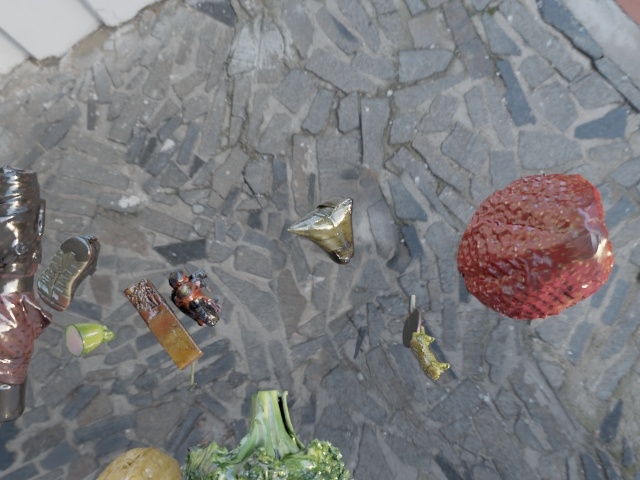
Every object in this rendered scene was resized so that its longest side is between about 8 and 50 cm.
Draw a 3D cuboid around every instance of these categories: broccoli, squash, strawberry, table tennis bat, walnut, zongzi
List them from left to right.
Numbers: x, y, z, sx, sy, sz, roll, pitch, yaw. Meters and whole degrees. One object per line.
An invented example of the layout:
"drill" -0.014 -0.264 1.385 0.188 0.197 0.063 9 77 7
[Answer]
"squash" -0.696 0.287 1.440 0.105 0.132 0.105 8 103 35
"walnut" -0.430 0.591 1.095 0.193 0.225 0.193 6 109 18
"broccoli" -0.125 0.520 1.055 0.375 0.302 0.249 9 107 -21
"zongzi" 0.000 0.000 1.735 0.300 0.286 0.138 -31 39 -35
"table tennis bat" 0.335 0.292 1.721 0.019 0.130 0.220 20 47 -8
"strawberry" 0.372 0.017 0.811 0.238 0.288 0.250 -24 93 -3

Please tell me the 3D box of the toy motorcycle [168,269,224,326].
"toy motorcycle" -0.423 0.173 1.574 0.134 0.401 0.207 -44 101 -5

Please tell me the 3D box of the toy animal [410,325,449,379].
"toy animal" 0.324 0.340 1.439 0.073 0.136 0.181 -32 60 19

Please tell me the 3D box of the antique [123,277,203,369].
"antique" -0.492 0.256 1.465 0.087 0.093 0.310 -37 81 -17

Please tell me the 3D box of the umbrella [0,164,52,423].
"umbrella" -0.396 0.071 0.581 0.090 0.094 0.326 9 95 34

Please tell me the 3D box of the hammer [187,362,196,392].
"hammer" -0.518 0.514 1.906 0.062 0.013 0.199 -46 35 30

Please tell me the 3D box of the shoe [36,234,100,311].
"shoe" -0.784 0.091 1.475 0.114 0.137 0.291 34 108 -7
